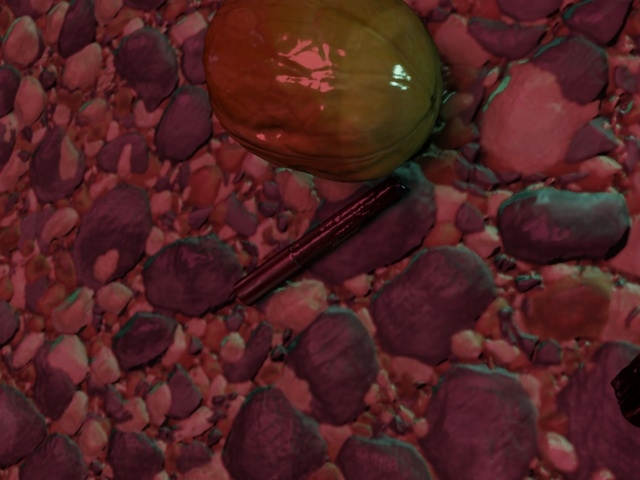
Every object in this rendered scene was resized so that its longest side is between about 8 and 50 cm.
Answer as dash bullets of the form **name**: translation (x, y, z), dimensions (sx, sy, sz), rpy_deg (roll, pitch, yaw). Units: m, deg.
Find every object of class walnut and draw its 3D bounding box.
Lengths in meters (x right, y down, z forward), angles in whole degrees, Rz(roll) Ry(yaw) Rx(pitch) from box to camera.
- **walnut**: translation (0.002, -0.129, 0.763), dimensions (0.197, 0.165, 0.165), rpy_deg (10, 84, 30)

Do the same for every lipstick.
- **lipstick**: translation (0.000, 0.000, 0.818), dimensions (0.176, 0.027, 0.027), rpy_deg (-35, 64, 19)

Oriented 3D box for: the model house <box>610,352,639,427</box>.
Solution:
- **model house**: translation (0.269, 0.111, 0.547), dimensions (0.141, 0.203, 0.164), rpy_deg (-131, 42, -61)
